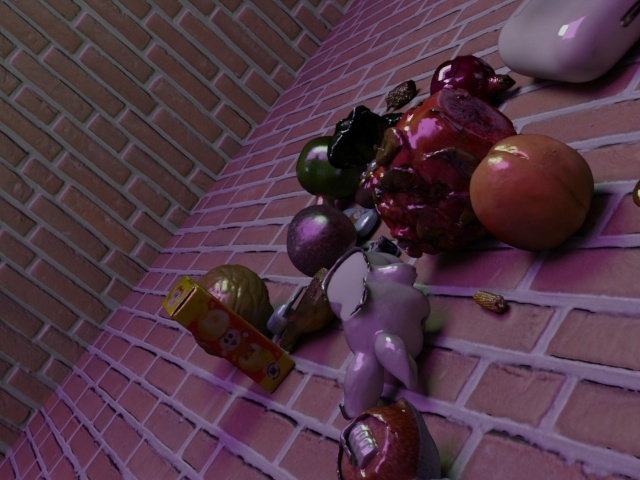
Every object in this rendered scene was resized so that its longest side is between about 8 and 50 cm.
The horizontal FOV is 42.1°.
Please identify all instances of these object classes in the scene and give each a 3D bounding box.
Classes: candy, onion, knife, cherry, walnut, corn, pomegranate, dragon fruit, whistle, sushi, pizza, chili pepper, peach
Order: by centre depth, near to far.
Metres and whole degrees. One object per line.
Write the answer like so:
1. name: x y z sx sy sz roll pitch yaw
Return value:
1. whistle: 0.107 0.319 1.054 0.142 0.133 0.346 -39 27 3
2. peach: 0.316 -0.076 1.260 0.184 0.184 0.184 -43 19 19
3. corn: 0.262 0.093 1.283 0.028 0.027 0.083 -43 15 -7
4. dragon fruit: 0.216 -0.109 1.473 0.269 0.250 0.291 -45 -19 -52
5. pizza: -0.014 0.157 1.738 0.204 0.081 0.188 -59 -5 1
6. candy: -0.194 0.194 1.742 0.088 0.276 0.146 -50 20 -5
7. knife: -0.064 0.139 1.762 0.080 0.044 0.331 -51 -2 -20
8. onion: 0.326 -0.342 1.822 0.198 0.135 0.173 -22 36 51
9. cherry: 0.001 0.003 1.869 0.176 0.140 0.176 -31 54 55
10. chili pepper: 0.123 -0.246 1.952 0.265 0.116 0.148 -17 -9 -18
11. walnut: -0.216 0.168 1.966 0.228 0.228 0.228 -43 19 19
12. pomegranate: 0.022 -0.156 2.131 0.187 0.187 0.225 -8 69 63
13. sushi: 0.222 -0.404 2.323 0.120 0.052 0.055 -23 16 49

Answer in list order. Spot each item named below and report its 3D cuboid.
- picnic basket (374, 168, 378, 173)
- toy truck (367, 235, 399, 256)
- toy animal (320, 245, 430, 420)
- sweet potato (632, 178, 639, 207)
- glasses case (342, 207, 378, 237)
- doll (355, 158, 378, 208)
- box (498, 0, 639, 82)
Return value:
1. picnic basket: 0.206 -0.167 1.809 0.193 0.110 0.055 -46 -3 12
2. toy truck: 0.113 0.052 1.670 0.063 0.052 0.123 -40 21 45
3. toy animal: 0.091 0.135 1.401 0.208 0.154 0.325 -43 23 38
4. sweet potato: 0.454 -0.071 1.154 0.034 0.034 0.095 -28 18 48
5. glasses case: 0.078 -0.041 1.941 0.067 0.045 0.178 -55 19 -12
6. doll: 0.132 -0.137 1.942 0.145 0.096 0.188 -44 7 -8
7. box: 0.500 -0.432 1.589 0.288 0.141 0.349 -49 19 4
